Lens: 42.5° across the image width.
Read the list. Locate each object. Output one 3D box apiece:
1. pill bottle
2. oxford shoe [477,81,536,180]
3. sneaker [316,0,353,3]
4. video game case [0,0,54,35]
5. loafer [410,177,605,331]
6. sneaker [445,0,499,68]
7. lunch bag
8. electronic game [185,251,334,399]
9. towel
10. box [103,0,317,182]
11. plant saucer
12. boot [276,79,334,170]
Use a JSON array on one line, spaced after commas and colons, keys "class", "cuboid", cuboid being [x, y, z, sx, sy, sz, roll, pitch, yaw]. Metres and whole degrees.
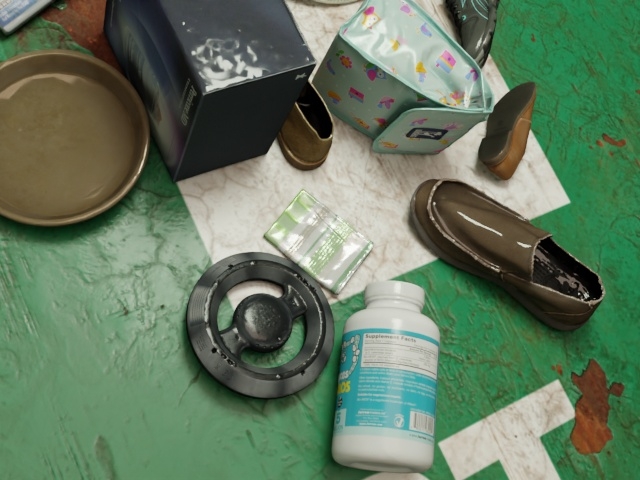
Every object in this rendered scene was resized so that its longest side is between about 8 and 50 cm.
[{"class": "pill bottle", "cuboid": [0.099, 0.197, 1.201, 0.146, 0.146, 0.264, 12, 68, -13]}, {"class": "oxford shoe", "cuboid": [0.343, -0.196, 1.470, 0.076, 0.076, 0.212, 46, 58, -31]}, {"class": "sneaker", "cuboid": [0.082, -0.534, 1.478, 0.350, 0.131, 0.148, -18, 64, -23]}, {"class": "video game case", "cuboid": [-0.456, -0.535, 1.264, 0.329, 0.036, 0.300, -42, 105, -12]}, {"class": "loafer", "cuboid": [0.318, 0.004, 1.344, 0.366, 0.130, 0.134, 32, 65, -4]}, {"class": "sneaker", "cuboid": [0.277, -0.423, 1.518, 0.106, 0.101, 0.267, 11, 64, 6]}, {"class": "lunch bag", "cuboid": [0.134, -0.248, 1.327, 0.262, 0.223, 0.160, 37, 71, -4]}, {"class": "electronic game", "cuboid": [-0.086, 0.123, 1.222, 0.229, 0.048, 0.229, 10, 62, -19]}, {"class": "towel", "cuboid": [0.000, 0.000, 1.307, 0.152, 0.023, 0.113, 39, 64, -1]}, {"class": "box", "cuboid": [-0.177, -0.287, 1.203, 0.182, 0.296, 0.294, -22, 79, -23]}, {"class": "plant saucer", "cuboid": [-0.391, -0.150, 1.212, 0.277, 0.041, 0.278, 2, 75, -9]}, {"class": "boot", "cuboid": [-0.062, -0.270, 1.335, 0.112, 0.115, 0.305, -26, 79, -21]}]
